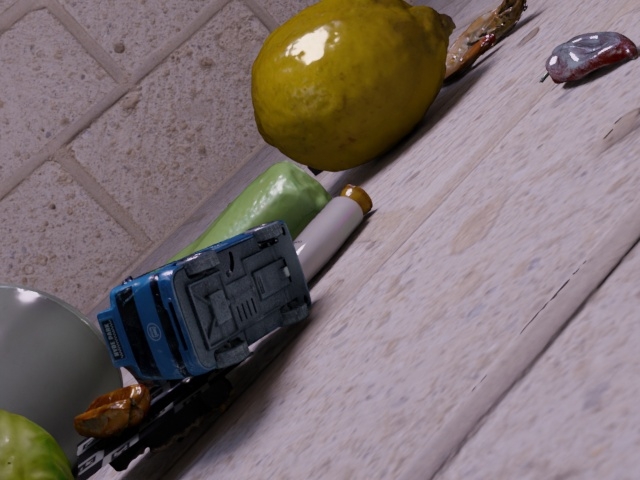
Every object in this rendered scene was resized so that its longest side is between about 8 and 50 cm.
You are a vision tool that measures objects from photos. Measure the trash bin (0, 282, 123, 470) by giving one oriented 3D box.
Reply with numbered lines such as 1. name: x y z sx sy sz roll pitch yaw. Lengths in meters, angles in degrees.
1. trash bin: -0.451 0.254 1.201 0.280 0.280 0.432 -36 15 30

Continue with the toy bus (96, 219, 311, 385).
1. toy bus: -0.113 0.062 0.975 0.134 0.114 0.246 -15 6 28

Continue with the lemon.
1. lemon: 0.042 -0.251 1.447 0.316 0.285 0.285 -17 27 50

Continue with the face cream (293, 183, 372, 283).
1. face cream: 0.000 0.000 1.174 0.182 0.051 0.072 -48 8 -30

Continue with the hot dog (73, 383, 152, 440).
1. hot dog: -0.222 0.186 0.973 0.062 0.038 0.144 -45 11 -37

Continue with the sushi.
1. sushi: -0.161 0.194 0.998 0.215 0.051 0.192 -36 9 -12

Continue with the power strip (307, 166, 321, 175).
1. power strip: 0.019 -0.167 1.805 0.111 0.029 0.038 -34 14 46

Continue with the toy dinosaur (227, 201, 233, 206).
1. toy dinosaur: -0.153 0.014 1.679 0.251 0.072 0.200 -10 42 48

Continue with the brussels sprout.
1. brussels sprout: -0.333 0.273 0.912 0.223 0.223 0.161 -41 -28 8

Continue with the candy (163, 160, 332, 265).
1. candy: -0.125 0.035 1.296 0.343 0.132 0.142 -42 31 12

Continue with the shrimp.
1. shrimp: 0.262 -0.335 1.534 0.133 0.053 0.236 -48 9 -35

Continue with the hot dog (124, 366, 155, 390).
1. hot dog: -0.186 0.132 1.104 0.108 0.059 0.191 -41 -22 -15

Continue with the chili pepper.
1. chili pepper: 0.280 -0.195 0.976 0.153 0.041 0.050 -178 93 -74
